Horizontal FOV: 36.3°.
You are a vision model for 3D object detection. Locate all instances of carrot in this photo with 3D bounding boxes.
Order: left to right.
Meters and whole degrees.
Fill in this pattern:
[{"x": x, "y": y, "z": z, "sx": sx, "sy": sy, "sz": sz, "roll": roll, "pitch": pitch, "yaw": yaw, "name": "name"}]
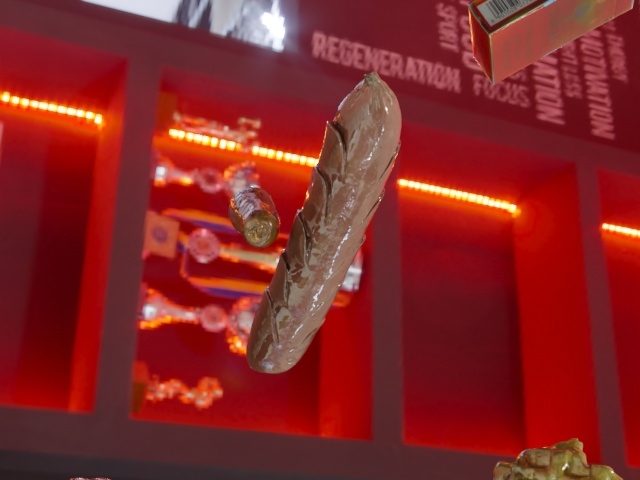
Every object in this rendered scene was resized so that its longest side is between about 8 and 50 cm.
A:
[{"x": -0.078, "y": -0.030, "z": 1.157, "sx": 0.186, "sy": 0.060, "sz": 0.060, "roll": -135, "pitch": -123, "yaw": -78, "name": "carrot"}]

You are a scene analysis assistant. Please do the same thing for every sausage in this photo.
[{"x": 0.002, "y": 0.000, "z": 1.111, "sx": 0.088, "sy": 0.088, "sz": 0.433, "roll": -107, "pitch": -148, "yaw": -49, "name": "sausage"}]

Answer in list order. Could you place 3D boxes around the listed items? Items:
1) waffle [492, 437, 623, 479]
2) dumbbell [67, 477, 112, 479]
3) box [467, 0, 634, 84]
[{"x": 0.216, "y": 0.346, "z": 0.929, "sx": 0.281, "sy": 0.058, "sz": 0.301, "roll": -21, "pitch": -123, "yaw": 21, "name": "waffle"}, {"x": -0.395, "y": 0.305, "z": 1.111, "sx": 0.179, "sy": 0.406, "sz": 0.179, "roll": -37, "pitch": -145, "yaw": 31, "name": "dumbbell"}, {"x": 0.240, "y": -0.244, "z": 1.006, "sx": 0.048, "sy": 0.175, "sz": 0.112, "roll": 62, "pitch": 1, "yaw": 22, "name": "box"}]
